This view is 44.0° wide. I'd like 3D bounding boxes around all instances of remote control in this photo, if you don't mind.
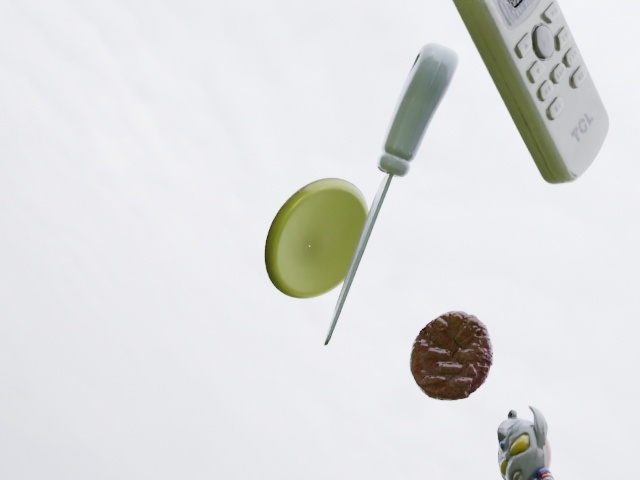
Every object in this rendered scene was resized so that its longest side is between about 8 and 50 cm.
[{"bbox_3d":[0.156,-0.133,0.575,0.029,0.087,0.190,-4,-54,49],"label":"remote control"}]

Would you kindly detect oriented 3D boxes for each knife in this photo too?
[{"bbox_3d":[0.063,-0.047,0.832,0.044,0.080,0.331,21,-83,-5],"label":"knife"}]

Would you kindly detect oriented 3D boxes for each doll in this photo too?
[{"bbox_3d":[0.259,0.286,0.990,0.062,0.194,0.104,-3,-56,2],"label":"doll"}]

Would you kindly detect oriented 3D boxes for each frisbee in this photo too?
[{"bbox_3d":[0.000,0.000,1.421,0.017,0.236,0.236,33,-36,46],"label":"frisbee"}]

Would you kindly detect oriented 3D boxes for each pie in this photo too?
[{"bbox_3d":[0.212,0.188,1.295,0.154,0.154,0.036,8,-16,38],"label":"pie"}]
